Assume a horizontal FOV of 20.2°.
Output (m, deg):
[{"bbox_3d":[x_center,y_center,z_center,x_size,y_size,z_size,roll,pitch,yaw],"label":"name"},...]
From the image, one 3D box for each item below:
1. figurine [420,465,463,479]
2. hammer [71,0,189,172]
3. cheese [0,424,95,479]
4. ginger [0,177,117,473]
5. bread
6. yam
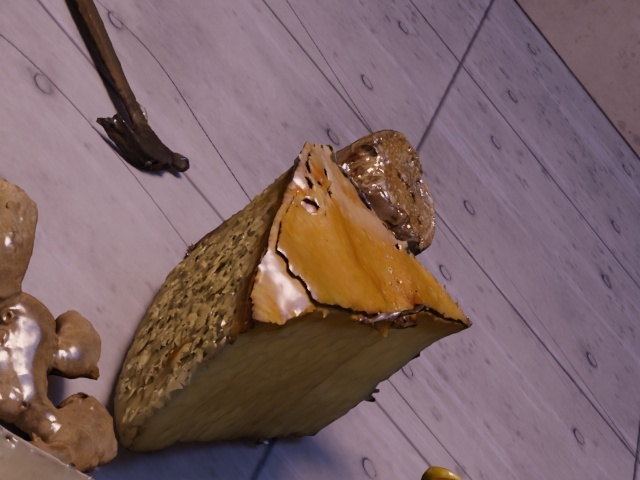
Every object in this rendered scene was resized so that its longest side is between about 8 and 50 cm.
[{"bbox_3d":[0.100,0.312,1.553,0.215,0.215,0.228,29,76,-45],"label":"figurine"},{"bbox_3d":[-0.222,-0.197,1.831,0.125,0.027,0.297,19,42,-60],"label":"hammer"},{"bbox_3d":[-0.131,0.246,1.360,0.400,0.034,0.085,38,58,-35],"label":"cheese"},{"bbox_3d":[-0.222,0.077,1.408,0.149,0.065,0.259,29,43,-52],"label":"ginger"},{"bbox_3d":[-0.015,0.104,1.543,0.279,0.248,0.315,43,27,-23],"label":"bread"},{"bbox_3d":[-0.001,-0.002,1.730,0.128,0.238,0.129,58,25,-5],"label":"yam"}]
